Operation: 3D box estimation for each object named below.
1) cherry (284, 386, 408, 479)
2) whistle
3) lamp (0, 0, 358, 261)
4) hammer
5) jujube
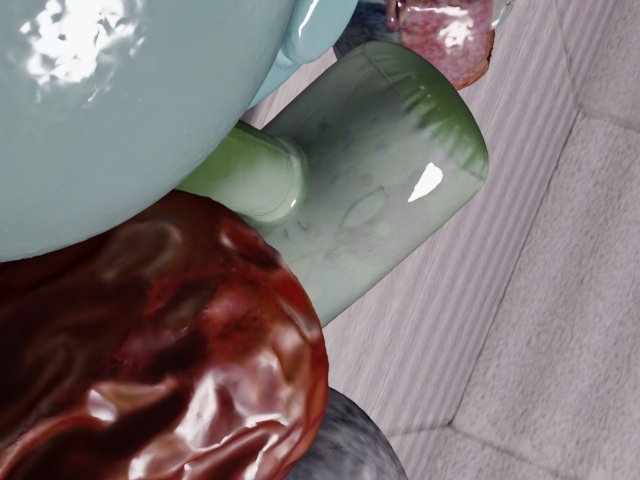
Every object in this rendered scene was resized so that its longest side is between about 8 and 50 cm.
[{"bbox_3d":[-0.036,0.239,0.903,0.255,0.218,0.296,-50,146,-49],"label":"cherry"},{"bbox_3d":[0.081,-0.185,0.896,0.346,0.134,0.142,-49,121,-68],"label":"whistle"},{"bbox_3d":[-0.082,-0.091,0.407,0.209,0.147,0.284,-60,170,27],"label":"lamp"},{"bbox_3d":[-0.046,-0.039,0.650,0.206,0.119,0.335,-44,156,14],"label":"hammer"},{"bbox_3d":[-0.108,0.078,0.500,0.230,0.155,0.155,-41,160,-6],"label":"jujube"}]
